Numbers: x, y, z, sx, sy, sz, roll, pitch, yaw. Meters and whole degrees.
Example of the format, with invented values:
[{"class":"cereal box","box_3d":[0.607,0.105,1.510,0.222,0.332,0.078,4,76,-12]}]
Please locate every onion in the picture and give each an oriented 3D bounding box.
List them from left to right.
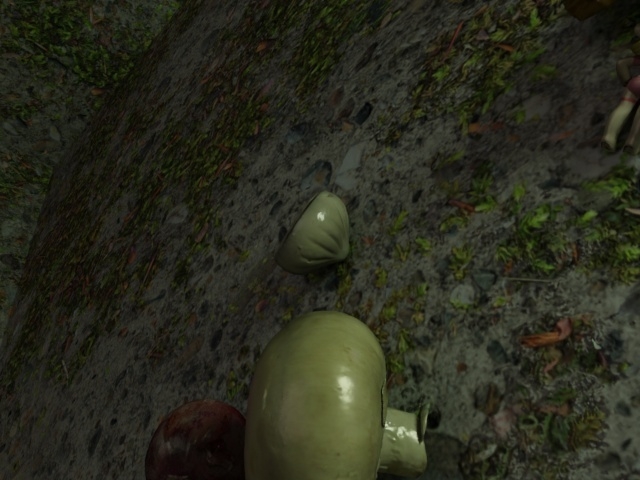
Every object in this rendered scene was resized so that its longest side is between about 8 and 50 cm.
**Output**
[{"class":"onion","box_3d":[-0.163,0.296,0.867,0.159,0.159,0.195,-47,6,18]}]

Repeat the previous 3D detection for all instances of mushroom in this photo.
[{"class":"mushroom","box_3d":[0.016,0.204,0.659,0.246,0.202,0.246,10,-90,-84]}]

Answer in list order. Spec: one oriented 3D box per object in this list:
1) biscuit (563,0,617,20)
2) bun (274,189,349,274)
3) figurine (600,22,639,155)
[{"class":"biscuit","box_3d":[0.378,-0.322,0.639,0.248,0.035,0.184,-30,11,28]},{"class":"bun","box_3d":[0.000,0.000,0.914,0.138,0.094,0.138,-53,-2,-2]},{"class":"figurine","box_3d":[0.344,-0.181,0.624,0.083,0.083,0.188,34,103,56]}]
